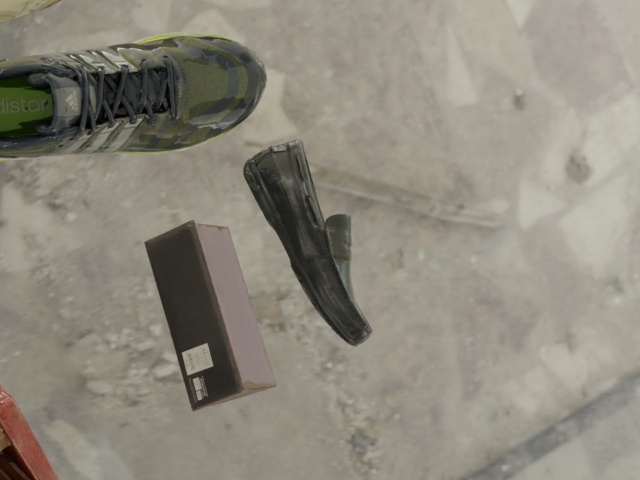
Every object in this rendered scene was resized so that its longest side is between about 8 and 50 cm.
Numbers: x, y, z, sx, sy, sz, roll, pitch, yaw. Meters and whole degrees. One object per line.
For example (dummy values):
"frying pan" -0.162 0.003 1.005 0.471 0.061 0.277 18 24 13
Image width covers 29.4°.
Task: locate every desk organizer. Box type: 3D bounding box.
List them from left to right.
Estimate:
"desk organizer" -0.080 0.054 0.891 0.050 0.047 0.130 6 63 -61

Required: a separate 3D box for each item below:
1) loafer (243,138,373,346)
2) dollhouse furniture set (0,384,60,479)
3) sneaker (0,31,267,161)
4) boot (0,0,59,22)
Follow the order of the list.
"loafer" 0.000 0.000 1.233 0.078 0.076 0.223 -28 79 0
"dollhouse furniture set" -0.332 0.139 0.808 0.201 0.374 0.152 -35 127 -24
"sneaker" -0.191 -0.115 1.041 0.299 0.121 0.111 -11 100 -7
"boot" -0.191 -0.166 0.383 0.262 0.095 0.203 54 19 -15
